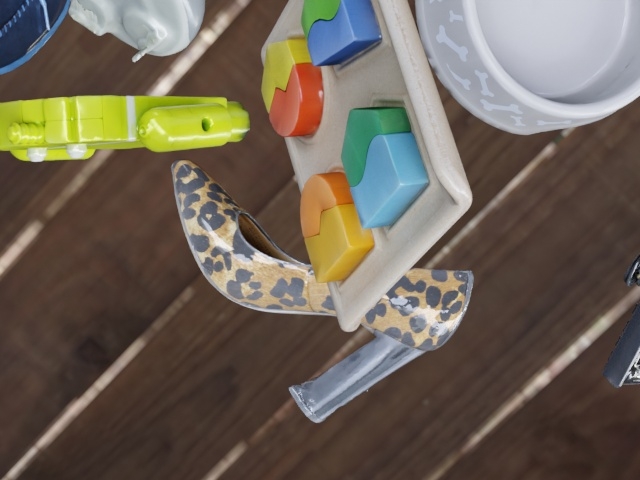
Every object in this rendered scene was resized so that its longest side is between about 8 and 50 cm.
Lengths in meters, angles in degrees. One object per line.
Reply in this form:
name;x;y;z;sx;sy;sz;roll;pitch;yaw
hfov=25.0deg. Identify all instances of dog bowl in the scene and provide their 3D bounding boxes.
dog bowl;0.297;-0.303;1.802;0.349;0.348;0.102;40;-10;-17

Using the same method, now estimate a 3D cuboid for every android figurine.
android figurine;-0.207;-0.109;1.405;0.273;0.248;0.056;-7;95;-48

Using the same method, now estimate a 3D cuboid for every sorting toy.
sorting toy;0.012;-0.068;0.811;0.038;0.208;0.193;-9;70;-20

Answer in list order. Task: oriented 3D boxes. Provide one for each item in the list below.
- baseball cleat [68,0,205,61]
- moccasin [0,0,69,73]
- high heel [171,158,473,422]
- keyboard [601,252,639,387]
baseball cleat;-0.095;-0.168;0.522;0.206;0.072;0.109;51;52;-16
moccasin;-0.310;-0.319;1.477;0.117;0.138;0.342;83;16;-53
high heel;0.000;0.000;1.217;0.261;0.186;0.093;55;19;6
keyboard;0.203;-0.002;0.764;0.108;0.180;0.023;4;26;-45
